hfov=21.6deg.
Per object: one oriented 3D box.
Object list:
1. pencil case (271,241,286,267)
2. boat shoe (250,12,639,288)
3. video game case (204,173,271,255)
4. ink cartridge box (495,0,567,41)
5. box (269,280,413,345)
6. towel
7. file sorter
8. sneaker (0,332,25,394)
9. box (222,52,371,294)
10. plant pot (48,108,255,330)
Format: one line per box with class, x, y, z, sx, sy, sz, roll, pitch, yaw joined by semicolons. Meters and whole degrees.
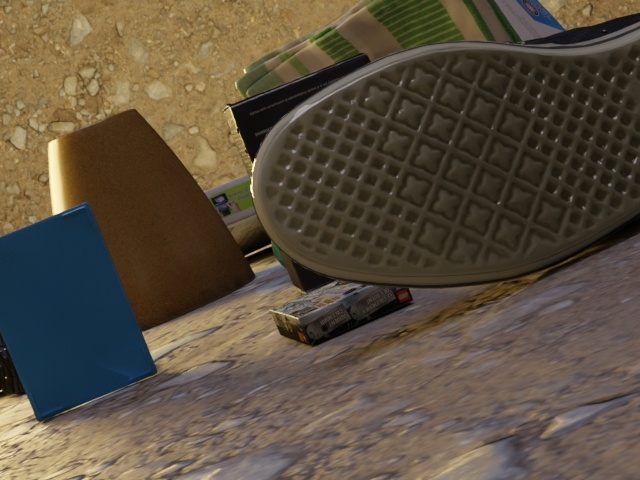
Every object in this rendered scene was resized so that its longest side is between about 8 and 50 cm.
pencil case;0.000;0.000;1.846;0.064;0.070;0.151;-50;13;-15
boat shoe;0.171;-0.077;1.310;0.500;0.187;0.156;-18;-2;-23
video game case;-0.086;-0.041;2.370;0.244;0.061;0.269;-22;-10;-21
ink cartridge box;0.182;-0.166;1.919;0.232;0.171;0.168;-23;-20;-53
box;0.015;0.054;1.401;0.094;0.027;0.137;-24;5;-10
towel;0.086;-0.143;1.787;0.325;0.248;0.038;-27;14;39
file sorter;-0.238;0.066;1.583;0.118;0.170;0.104;-22;1;-3
sneaker;-0.342;0.128;1.904;0.087;0.083;0.221;-15;4;-35
box;0.009;-0.068;1.713;0.153;0.207;0.108;-21;5;-6
plant pot;-0.240;-0.026;2.103;0.237;0.254;0.237;-23;4;2
